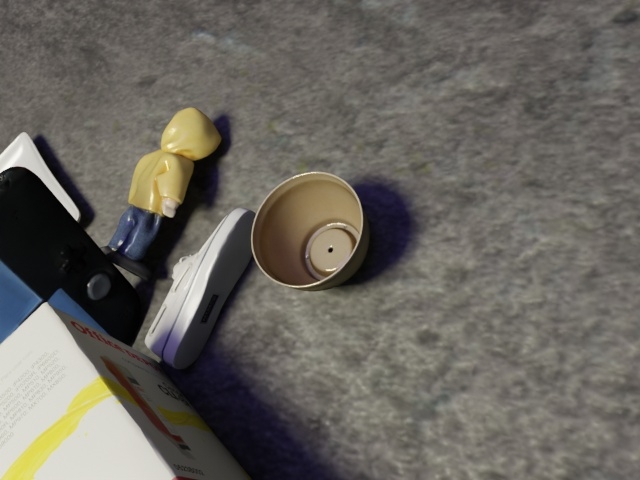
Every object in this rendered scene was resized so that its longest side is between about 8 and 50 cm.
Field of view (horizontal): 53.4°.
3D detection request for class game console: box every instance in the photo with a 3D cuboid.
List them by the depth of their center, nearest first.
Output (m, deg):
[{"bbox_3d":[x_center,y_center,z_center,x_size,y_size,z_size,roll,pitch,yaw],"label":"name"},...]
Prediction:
[{"bbox_3d":[-0.429,0.146,0.841,0.060,0.342,0.387,18,59,29],"label":"game console"}]

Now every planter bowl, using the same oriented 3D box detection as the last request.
[{"bbox_3d":[0.000,0.000,0.882,0.161,0.109,0.162,-8,68,21],"label":"planter bowl"}]

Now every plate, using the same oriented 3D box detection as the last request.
[{"bbox_3d":[-0.586,-0.026,1.192,0.277,0.045,0.278,-45,60,2],"label":"plate"}]

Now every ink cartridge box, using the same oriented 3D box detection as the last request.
[{"bbox_3d":[-0.220,0.284,0.767,0.160,0.279,0.384,-46,59,-8],"label":"ink cartridge box"}]

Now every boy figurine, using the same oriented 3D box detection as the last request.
[{"bbox_3d":[-0.262,-0.083,1.041,0.177,0.092,0.285,9,69,55],"label":"boy figurine"}]

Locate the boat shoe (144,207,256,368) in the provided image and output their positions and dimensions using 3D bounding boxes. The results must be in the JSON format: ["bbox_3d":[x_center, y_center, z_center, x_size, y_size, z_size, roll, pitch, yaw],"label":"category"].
[{"bbox_3d":[-0.184,0.059,0.950,0.084,0.095,0.258,24,81,25],"label":"boat shoe"}]
